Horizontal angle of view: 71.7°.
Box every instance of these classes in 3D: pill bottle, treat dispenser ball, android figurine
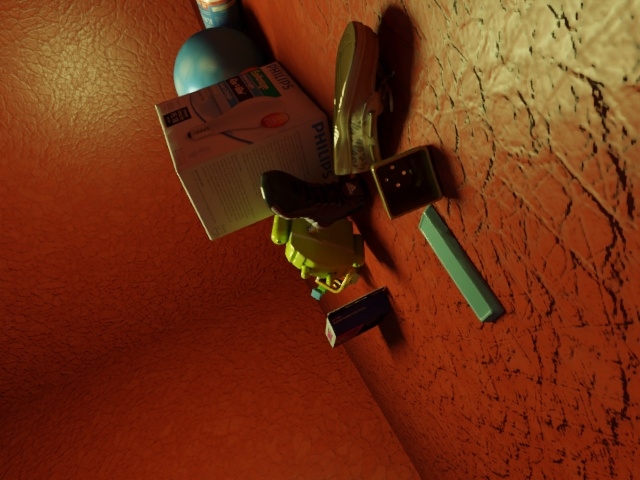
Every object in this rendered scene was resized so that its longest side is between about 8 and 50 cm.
[{"bbox_3d":[-0.307,-0.698,1.399,0.124,0.124,0.222,60,170,29],"label":"pill bottle"},{"bbox_3d":[-0.296,-0.491,1.348,0.288,0.287,0.288,63,171,17],"label":"treat dispenser ball"},{"bbox_3d":[0.000,0.000,1.113,0.273,0.248,0.056,-90,20,-47],"label":"android figurine"}]

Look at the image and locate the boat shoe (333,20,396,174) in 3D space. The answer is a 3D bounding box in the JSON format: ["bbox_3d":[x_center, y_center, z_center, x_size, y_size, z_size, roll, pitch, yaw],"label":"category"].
[{"bbox_3d":[0.066,-0.204,0.680,0.285,0.089,0.105,92,179,-66],"label":"boat shoe"}]

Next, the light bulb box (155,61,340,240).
[{"bbox_3d":[-0.192,-0.247,1.154,0.225,0.360,0.358,76,166,-46],"label":"light bulb box"}]

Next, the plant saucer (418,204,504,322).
[{"bbox_3d":[0.206,0.036,0.673,0.192,0.018,0.067,61,171,23],"label":"plant saucer"}]

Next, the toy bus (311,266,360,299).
[{"bbox_3d":[0.070,0.095,1.367,0.104,0.202,0.191,30,152,16],"label":"toy bus"}]

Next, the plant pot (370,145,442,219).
[{"bbox_3d":[0.119,-0.091,0.655,0.083,0.081,0.082,-107,-5,-73],"label":"plant pot"}]

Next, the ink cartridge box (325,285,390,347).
[{"bbox_3d":[0.106,0.237,1.321,0.069,0.175,0.371,62,171,19],"label":"ink cartridge box"}]

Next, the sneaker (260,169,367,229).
[{"bbox_3d":[0.006,-0.107,0.942,0.281,0.162,0.107,14,-120,-61],"label":"sneaker"}]

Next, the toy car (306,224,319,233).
[{"bbox_3d":[-0.043,-0.075,1.063,0.060,0.040,0.122,15,-120,-60],"label":"toy car"}]
